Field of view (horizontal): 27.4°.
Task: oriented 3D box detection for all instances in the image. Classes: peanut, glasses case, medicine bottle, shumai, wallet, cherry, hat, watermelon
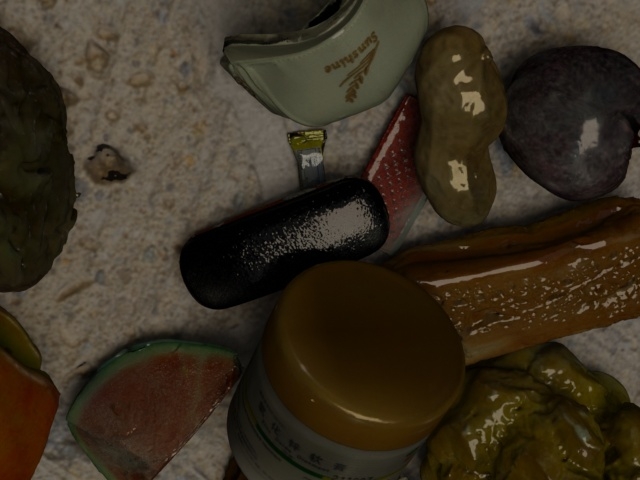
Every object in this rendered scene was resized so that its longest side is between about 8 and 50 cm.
[{"bbox_3d":[0.165,-0.131,1.583,0.101,0.117,0.263,-18,126,-29],"label":"peanut"},{"bbox_3d":[-0.044,0.003,1.615,0.266,0.067,0.103,-20,107,5],"label":"glasses case"},{"bbox_3d":[0.025,0.183,1.591,0.237,0.238,0.232,8,136,-18],"label":"medicine bottle"},{"bbox_3d":[-0.370,-0.070,1.393,0.217,0.283,0.346,-10,112,-10],"label":"shumai"},{"bbox_3d":[0.101,-0.080,1.658,0.103,0.020,0.197,22,103,-32],"label":"wallet"},{"bbox_3d":[0.311,-0.151,1.611,0.195,0.195,0.195,-6,113,-13],"label":"cherry"},{"bbox_3d":[0.028,-0.226,1.462,0.258,0.301,0.168,-42,94,5],"label":"hat"},{"bbox_3d":[-0.217,0.201,1.657,0.146,0.128,0.231,40,82,2],"label":"watermelon"}]

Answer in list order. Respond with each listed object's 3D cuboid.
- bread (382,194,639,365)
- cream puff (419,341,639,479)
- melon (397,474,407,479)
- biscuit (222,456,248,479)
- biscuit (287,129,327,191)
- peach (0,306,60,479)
[{"bbox_3d":[0.263,0.062,1.722,0.380,0.109,0.185,-14,126,-7],"label":"bread"},{"bbox_3d":[0.305,0.306,1.752,0.324,0.257,0.291,32,97,-25],"label":"cream puff"},{"bbox_3d":[0.128,0.400,1.835,0.098,0.054,0.182,-24,114,32],"label":"melon"},{"bbox_3d":[-0.026,0.341,1.776,0.220,0.066,0.221,-7,116,-14],"label":"biscuit"},{"bbox_3d":[0.000,0.000,1.665,0.048,0.026,0.292,-10,113,-7],"label":"biscuit"},{"bbox_3d":[-0.513,0.229,1.500,0.380,0.242,0.306,-45,120,5],"label":"peach"}]
